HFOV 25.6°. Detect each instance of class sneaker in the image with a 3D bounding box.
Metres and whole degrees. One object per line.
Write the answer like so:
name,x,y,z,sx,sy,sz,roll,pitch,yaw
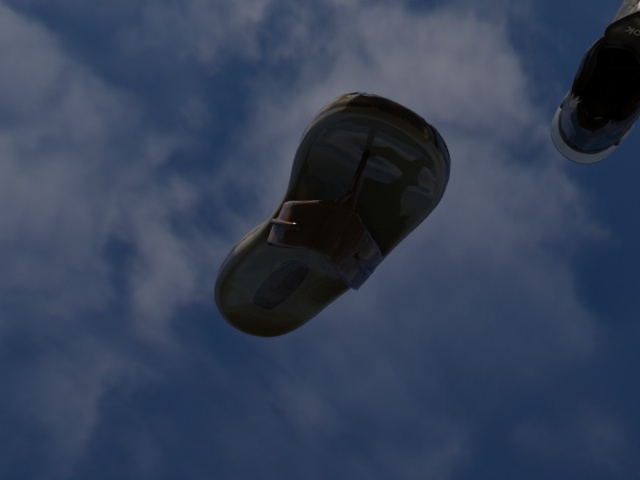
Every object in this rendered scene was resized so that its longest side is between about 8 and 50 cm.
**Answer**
sneaker,0.283,-0.173,1.215,0.078,0.106,0.234,34,-90,7

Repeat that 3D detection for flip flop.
flip flop,0.000,0.000,1.025,0.112,0.277,0.080,30,-137,-14
